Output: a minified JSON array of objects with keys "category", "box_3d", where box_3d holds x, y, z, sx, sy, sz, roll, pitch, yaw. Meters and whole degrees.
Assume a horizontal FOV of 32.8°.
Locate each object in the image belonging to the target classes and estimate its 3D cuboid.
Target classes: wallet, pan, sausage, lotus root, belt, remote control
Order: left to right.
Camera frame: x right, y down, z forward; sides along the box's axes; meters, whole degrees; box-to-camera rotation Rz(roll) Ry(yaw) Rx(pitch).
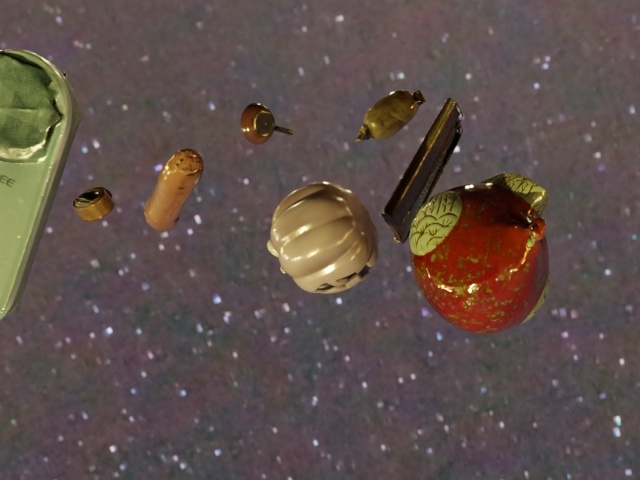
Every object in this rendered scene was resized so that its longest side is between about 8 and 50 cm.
[{"category":"remote control","box_3d":[-0.273,-0.040,0.915,0.104,0.247,0.052,25,-167,12]},{"category":"belt","box_3d":[-0.378,-0.063,1.815,0.083,0.036,0.059,8,-131,50]},{"category":"sausage","box_3d":[-0.154,-0.047,1.120,0.043,0.043,0.186,-35,175,-23]},{"category":"pan","box_3d":[-0.081,-0.188,1.782,0.115,0.068,0.023,7,176,-45]},{"category":"lotus root","box_3d":[0.122,-0.229,1.993,0.152,0.063,0.072,-37,-122,5]},{"category":"wallet","box_3d":[0.185,-0.119,1.908,0.039,0.133,0.243,23,-106,22]}]

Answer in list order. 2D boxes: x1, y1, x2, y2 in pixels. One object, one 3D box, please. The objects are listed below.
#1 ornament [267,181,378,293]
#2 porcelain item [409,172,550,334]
[{"category":"ornament","box_3d":[0.000,0.000,1.715,0.177,0.177,0.177,-13,-147,9]},{"category":"porcelain item","box_3d":[0.266,0.013,1.659,0.253,0.253,0.253,-13,-147,9]}]
